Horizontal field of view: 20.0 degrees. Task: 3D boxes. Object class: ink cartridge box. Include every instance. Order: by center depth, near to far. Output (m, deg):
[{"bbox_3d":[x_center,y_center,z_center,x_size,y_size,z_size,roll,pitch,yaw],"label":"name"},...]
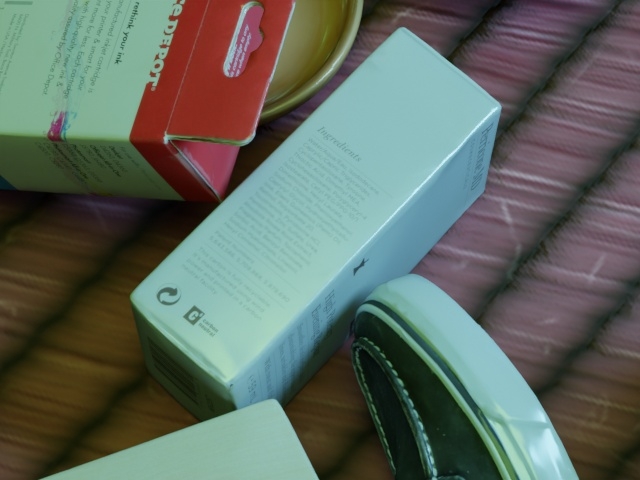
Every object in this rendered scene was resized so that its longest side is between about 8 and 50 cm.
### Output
[{"bbox_3d":[-0.112,-0.098,1.034,0.231,0.078,0.134,5,65,25],"label":"ink cartridge box"}]

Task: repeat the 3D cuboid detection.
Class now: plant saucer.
[{"bbox_3d":[-0.072,-0.151,1.154,0.200,0.037,0.200,0,64,-1],"label":"plant saucer"}]

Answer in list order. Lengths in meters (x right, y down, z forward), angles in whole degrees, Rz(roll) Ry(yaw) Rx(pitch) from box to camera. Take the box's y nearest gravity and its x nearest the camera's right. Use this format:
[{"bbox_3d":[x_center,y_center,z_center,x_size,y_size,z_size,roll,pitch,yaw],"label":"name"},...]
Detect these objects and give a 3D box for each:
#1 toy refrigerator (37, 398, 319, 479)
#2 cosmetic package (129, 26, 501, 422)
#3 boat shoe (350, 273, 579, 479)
[{"bbox_3d":[-0.127,0.187,0.943,0.269,0.094,0.102,-19,56,-17],"label":"toy refrigerator"},{"bbox_3d":[0.000,0.000,1.041,0.085,0.117,0.231,40,72,16],"label":"cosmetic package"},{"bbox_3d":[0.082,0.174,0.954,0.119,0.121,0.335,-22,68,-14],"label":"boat shoe"}]
